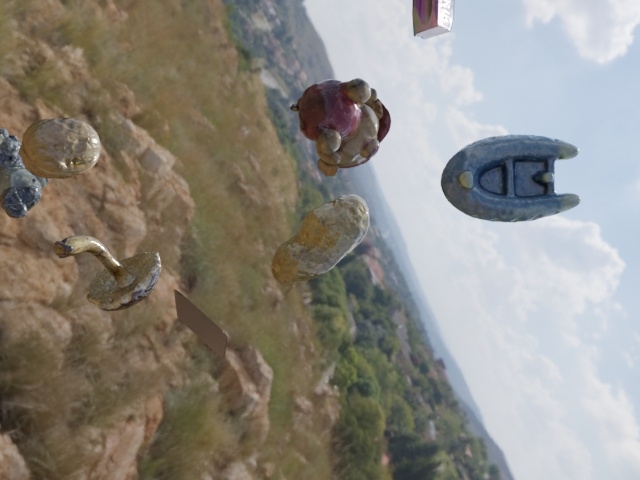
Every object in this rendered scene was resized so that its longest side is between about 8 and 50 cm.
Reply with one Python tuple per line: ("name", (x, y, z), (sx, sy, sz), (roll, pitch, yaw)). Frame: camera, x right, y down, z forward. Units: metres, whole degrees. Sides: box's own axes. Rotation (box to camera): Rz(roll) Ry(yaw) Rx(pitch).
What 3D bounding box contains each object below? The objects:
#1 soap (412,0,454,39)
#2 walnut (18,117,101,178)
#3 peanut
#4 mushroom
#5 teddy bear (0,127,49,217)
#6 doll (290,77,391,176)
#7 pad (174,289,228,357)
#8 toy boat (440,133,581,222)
("soap", (0.212, -0.453, 1.234), (0.100, 0.056, 0.149), (-6, 98, -58))
("walnut", (-0.612, -0.217, 1.568), (0.155, 0.184, 0.155), (21, -63, 47))
("peanut", (0.000, 0.000, 2.149), (0.169, 0.387, 0.192), (44, -3, 47))
("mushroom", (-0.567, 0.069, 1.848), (0.208, 0.233, 0.301), (27, -31, 13))
("teddy bear", (-0.836, -0.166, 1.826), (0.251, 0.144, 0.171), (60, -20, 6))
("doll", (0.054, -0.237, 1.398), (0.152, 0.196, 0.256), (65, 9, 18))
("pad", (-0.379, 0.303, 2.321), (0.315, 0.063, 0.375), (42, -23, 7))
("toy boat", (0.454, -0.150, 1.571), (0.123, 0.330, 0.215), (3, 88, -83))
